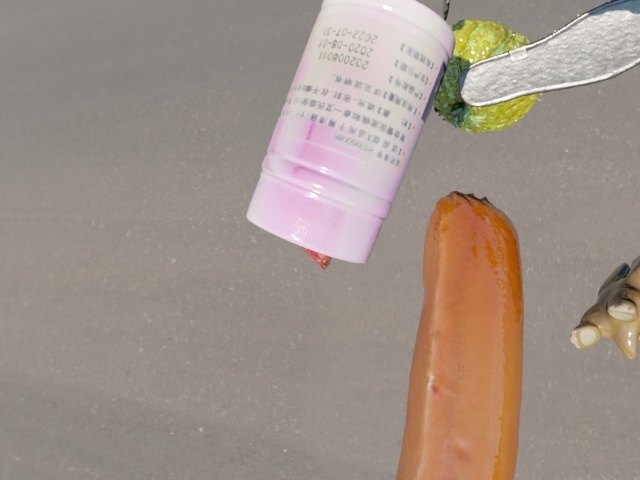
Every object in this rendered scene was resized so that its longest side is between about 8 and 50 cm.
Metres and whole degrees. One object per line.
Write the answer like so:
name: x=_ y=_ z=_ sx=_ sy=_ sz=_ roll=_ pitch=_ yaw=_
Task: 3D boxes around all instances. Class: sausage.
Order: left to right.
sausage: x=0.139 y=0.114 z=0.448 sx=0.097 sy=0.094 sz=0.348 roll=13 pitch=78 yaw=-15

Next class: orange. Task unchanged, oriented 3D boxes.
orange: x=0.394 y=-0.398 z=1.167 sx=0.300 sy=0.301 sz=0.223 roll=31 pitch=80 yaw=24

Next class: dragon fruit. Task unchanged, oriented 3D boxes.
dragon fruit: x=0.000 y=0.000 z=1.312 sx=0.111 sy=0.153 sz=0.153 roll=-44 pitch=57 yaw=-2

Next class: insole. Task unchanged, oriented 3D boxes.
insole: x=0.366 y=-0.280 z=0.715 sx=0.309 sy=0.110 sz=0.012 roll=-11 pitch=23 yaw=26

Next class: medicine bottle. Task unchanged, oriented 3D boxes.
medicine bottle: x=0.029 y=-0.117 z=0.514 sx=0.152 sy=0.152 sz=0.254 roll=25 pitch=97 yaw=32

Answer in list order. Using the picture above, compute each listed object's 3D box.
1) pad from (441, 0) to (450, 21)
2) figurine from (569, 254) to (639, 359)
pad: x=0.220 y=-0.527 z=0.835 sx=0.022 sy=0.174 sz=0.233 roll=-1 pitch=105 yaw=13
figurine: x=0.647 y=0.144 z=0.923 sx=0.173 sy=0.177 sz=0.247 roll=44 pitch=50 yaw=14
